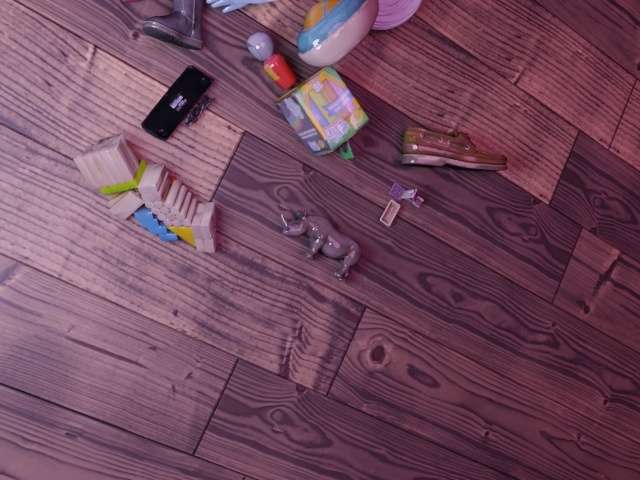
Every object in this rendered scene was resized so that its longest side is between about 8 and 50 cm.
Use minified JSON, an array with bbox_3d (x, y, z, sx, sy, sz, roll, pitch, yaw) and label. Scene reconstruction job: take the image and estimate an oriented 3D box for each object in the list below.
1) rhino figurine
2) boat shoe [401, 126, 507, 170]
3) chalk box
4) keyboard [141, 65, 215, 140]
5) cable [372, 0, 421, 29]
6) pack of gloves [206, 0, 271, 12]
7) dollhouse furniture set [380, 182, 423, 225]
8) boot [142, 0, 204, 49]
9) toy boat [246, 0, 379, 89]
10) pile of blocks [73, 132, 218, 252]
[{"bbox_3d":[0.000,0.000,1.742,0.243,0.073,0.106,35,82,-17],"label":"rhino figurine"},{"bbox_3d":[0.361,-0.239,1.864,0.308,0.111,0.104,3,91,-22],"label":"boat shoe"},{"bbox_3d":[0.018,-0.292,1.714,0.132,0.132,0.213,-42,106,-16],"label":"chalk box"},{"bbox_3d":[-0.318,-0.306,1.637,0.100,0.038,0.192,35,78,5],"label":"keyboard"},{"bbox_3d":[0.139,-0.656,1.781,0.257,0.089,0.256,11,86,-23],"label":"cable"},{"bbox_3d":[-0.163,-0.603,1.569,0.232,0.195,0.046,-10,63,8],"label":"pack of gloves"},{"bbox_3d":[0.217,-0.081,1.823,0.091,0.081,0.114,33,79,-19],"label":"dollhouse furniture set"},{"bbox_3d":[-0.316,-0.545,1.575,0.190,0.076,0.208,-3,102,-66],"label":"boot"},{"bbox_3d":[-0.024,-0.471,1.620,0.148,0.318,0.267,50,37,-21],"label":"toy boat"},{"bbox_3d":[-0.374,-0.105,1.587,0.362,0.149,0.112,42,33,-26],"label":"pile of blocks"}]
